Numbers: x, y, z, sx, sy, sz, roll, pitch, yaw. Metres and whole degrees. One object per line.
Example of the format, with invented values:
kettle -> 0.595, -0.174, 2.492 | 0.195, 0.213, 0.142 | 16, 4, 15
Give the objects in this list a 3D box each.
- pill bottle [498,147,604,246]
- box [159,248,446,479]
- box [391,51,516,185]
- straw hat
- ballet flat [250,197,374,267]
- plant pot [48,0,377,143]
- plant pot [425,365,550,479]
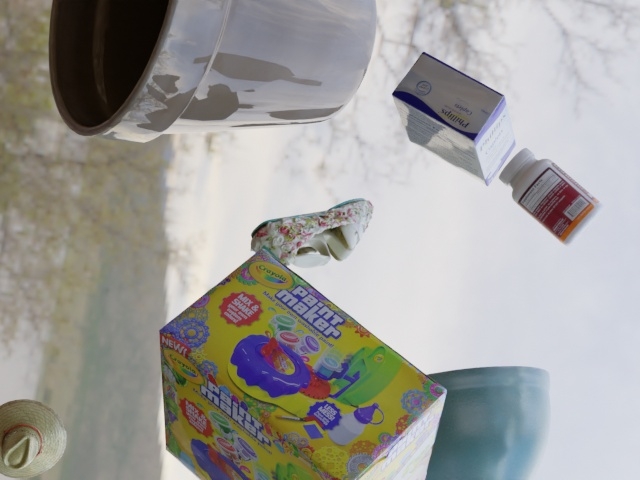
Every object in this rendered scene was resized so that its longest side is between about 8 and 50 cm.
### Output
pill bottle -> 0.348, -0.068, 2.022 | 0.086, 0.152, 0.086 | -43, 166, -13
box -> -0.029, 0.217, 1.592 | 0.177, 0.290, 0.279 | -39, 153, -30
box -> 0.167, -0.149, 1.644 | 0.072, 0.126, 0.137 | -54, 157, -10
straw hat -> -0.481, 0.333, 2.137 | 0.061, 0.145, 0.144 | -101, -157, -74
ballet flat -> 0.000, 0.000, 1.870 | 0.077, 0.241, 0.091 | 54, -48, 19
plant pot -> -0.105, -0.245, 1.445 | 0.323, 0.280, 0.323 | -20, -114, 52
plant pot -> 0.229, 0.325, 2.095 | 0.293, 0.293, 0.196 | 128, -41, -67
